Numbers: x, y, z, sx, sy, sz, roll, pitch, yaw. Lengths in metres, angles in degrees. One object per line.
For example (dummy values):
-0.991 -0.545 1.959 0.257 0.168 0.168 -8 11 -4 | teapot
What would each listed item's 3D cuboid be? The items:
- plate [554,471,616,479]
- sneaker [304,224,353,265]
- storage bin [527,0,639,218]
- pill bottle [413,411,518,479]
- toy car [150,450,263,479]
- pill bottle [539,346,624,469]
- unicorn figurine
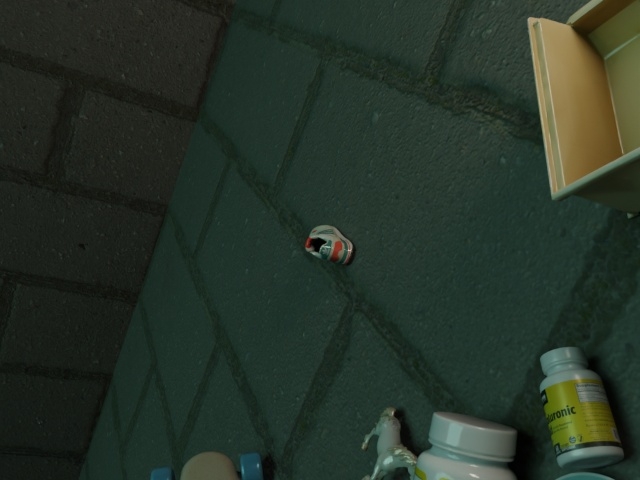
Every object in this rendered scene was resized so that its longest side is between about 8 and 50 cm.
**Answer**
0.274 0.327 0.643 0.188 0.024 0.188 -39 44 50 | plate
0.000 0.000 1.276 0.161 0.075 0.057 38 111 61 | sneaker
0.352 -0.191 0.637 0.262 0.123 0.260 -36 47 53 | storage bin
0.162 0.314 0.760 0.119 0.119 0.208 -1 77 63 | pill bottle
-0.214 0.572 1.337 0.237 0.220 0.210 89 170 -46 | toy car
0.267 0.174 0.685 0.065 0.065 0.116 -45 39 46 | pill bottle
0.102 0.308 0.944 0.111 0.060 0.161 -59 31 32 | unicorn figurine
